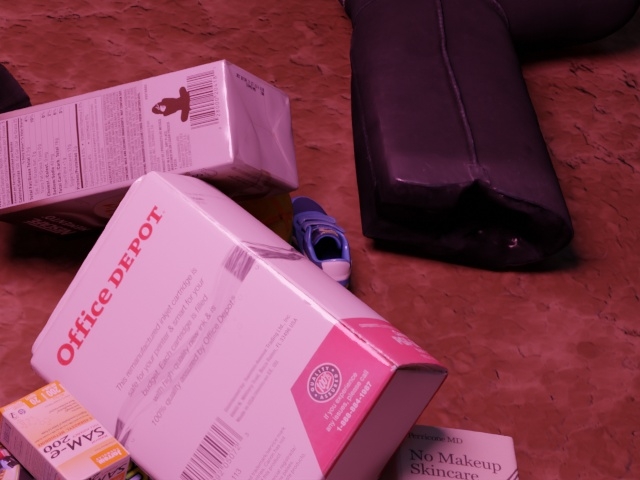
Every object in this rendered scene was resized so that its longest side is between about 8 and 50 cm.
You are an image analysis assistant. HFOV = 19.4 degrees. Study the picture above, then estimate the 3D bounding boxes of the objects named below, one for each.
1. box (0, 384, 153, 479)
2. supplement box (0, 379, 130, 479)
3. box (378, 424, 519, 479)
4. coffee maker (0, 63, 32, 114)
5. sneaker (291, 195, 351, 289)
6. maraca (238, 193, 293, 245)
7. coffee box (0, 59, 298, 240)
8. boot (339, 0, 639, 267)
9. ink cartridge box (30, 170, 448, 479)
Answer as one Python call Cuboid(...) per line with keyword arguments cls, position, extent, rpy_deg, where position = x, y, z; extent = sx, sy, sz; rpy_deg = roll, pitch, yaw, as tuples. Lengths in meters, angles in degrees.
Cuboid(cls="box", position=(-0.193, 0.211, 1.533), extent=(0.207, 0.036, 0.114), rpy_deg=(36, 44, 22))
Cuboid(cls="supplement box", position=(-0.209, 0.165, 1.521), extent=(0.062, 0.036, 0.098), rpy_deg=(-27, 56, -39))
Cuboid(cls="box", position=(0.107, 0.281, 1.506), extent=(0.113, 0.094, 0.275), rpy_deg=(7, 41, -10))
Cuboid(cls="coffee maker", position=(-0.350, -0.100, 1.745), extent=(0.171, 0.120, 0.178), rpy_deg=(27, 28, 11))
Cuboid(cls="sneaker", position=(0.000, 0.000, 1.818), extent=(0.053, 0.059, 0.144), rpy_deg=(-4, 43, -18))
Cuboid(cls="maraca", position=(-0.080, -0.010, 1.778), extent=(0.127, 0.099, 0.186), rpy_deg=(9, 60, -28))
Cuboid(cls="coffee box", position=(-0.162, -0.077, 1.693), extent=(0.246, 0.141, 0.098), rpy_deg=(-12, 76, 22))
Cuboid(cls="boot", position=(0.208, -0.160, 1.997), extent=(0.367, 0.146, 0.445), rpy_deg=(0, 39, -6))
Cuboid(cls="ink cartridge box", position=(-0.071, 0.103, 1.548), extent=(0.283, 0.207, 0.117), rpy_deg=(38, 13, 24))
